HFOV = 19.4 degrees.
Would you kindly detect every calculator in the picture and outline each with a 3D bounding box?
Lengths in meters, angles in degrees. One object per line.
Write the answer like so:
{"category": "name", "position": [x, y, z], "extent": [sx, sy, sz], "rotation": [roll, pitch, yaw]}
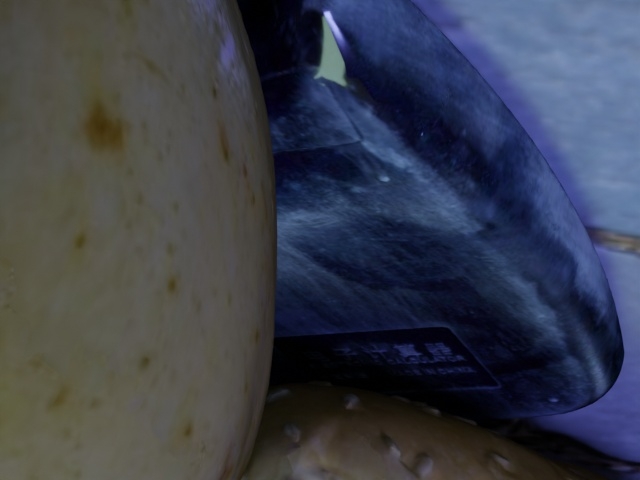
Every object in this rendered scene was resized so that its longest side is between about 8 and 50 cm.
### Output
{"category": "calculator", "position": [0.000, 0.000, 0.633], "extent": [0.177, 0.040, 0.268], "rotation": [-6, 148, 29]}

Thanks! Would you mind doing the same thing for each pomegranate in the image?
{"category": "pomegranate", "position": [-0.164, -0.014, 0.435], "extent": [0.319, 0.319, 0.319], "rotation": [8, 147, 5]}

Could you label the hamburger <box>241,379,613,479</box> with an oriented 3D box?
{"category": "hamburger", "position": [0.019, 0.143, 0.717], "extent": [0.283, 0.144, 0.259], "rotation": [27, 147, -37]}
